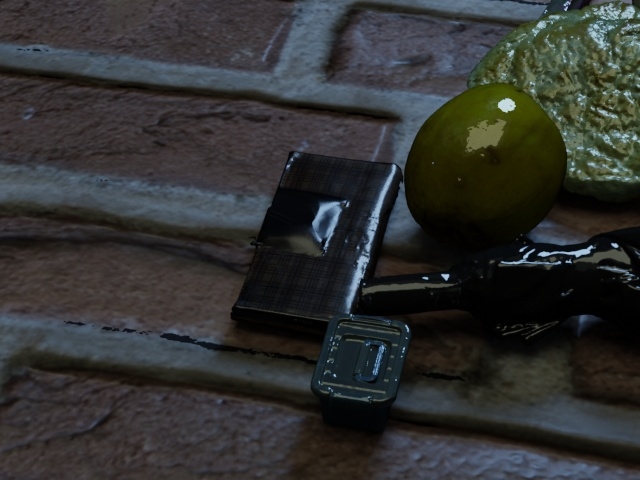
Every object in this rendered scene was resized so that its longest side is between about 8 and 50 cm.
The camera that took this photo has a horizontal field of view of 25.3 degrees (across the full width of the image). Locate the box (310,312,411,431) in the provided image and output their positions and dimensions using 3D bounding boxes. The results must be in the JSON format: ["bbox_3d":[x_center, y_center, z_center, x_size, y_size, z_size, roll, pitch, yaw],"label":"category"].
[{"bbox_3d":[0.036,0.117,1.241,0.074,0.054,0.099,7,45,12],"label":"box"}]

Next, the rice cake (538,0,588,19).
[{"bbox_3d":[0.296,-0.288,1.656,0.036,0.047,0.206,6,41,30],"label":"rice cake"}]

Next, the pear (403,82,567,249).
[{"bbox_3d":[0.157,-0.067,1.359,0.149,0.149,0.162,31,73,29],"label":"pear"}]

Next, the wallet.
[{"bbox_3d":[0.000,0.000,1.373,0.124,0.042,0.230,10,47,8],"label":"wallet"}]

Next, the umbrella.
[{"bbox_3d":[0.204,0.038,1.281,0.340,0.118,0.118,-3,44,-1],"label":"umbrella"}]

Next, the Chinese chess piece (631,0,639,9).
[{"bbox_3d":[0.399,-0.294,1.600,0.051,0.122,0.122,27,51,33],"label":"Chinese chess piece"}]

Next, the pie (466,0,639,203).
[{"bbox_3d":[0.298,-0.148,1.472,0.274,0.105,0.257,32,62,30],"label":"pie"}]
